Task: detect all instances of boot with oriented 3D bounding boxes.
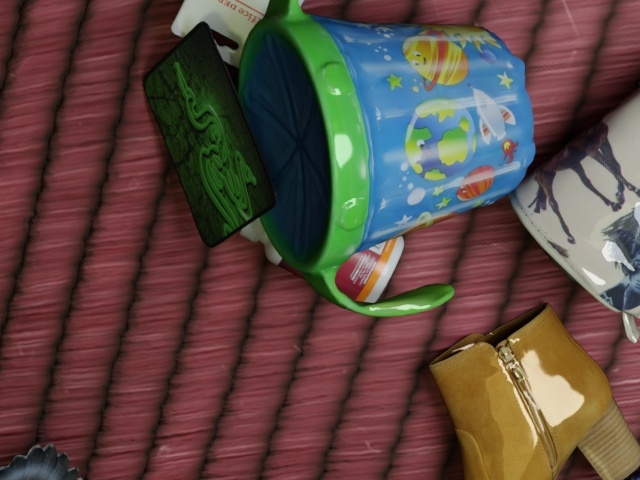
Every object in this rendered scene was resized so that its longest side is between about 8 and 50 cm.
[{"bbox_3d":[0.168,0.217,1.441,0.295,0.104,0.211,-37,94,-1],"label":"boot"}]

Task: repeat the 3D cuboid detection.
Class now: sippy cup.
[{"bbox_3d":[0.066,-0.104,1.285,0.224,0.240,0.305,-12,135,-21],"label":"sippy cup"}]

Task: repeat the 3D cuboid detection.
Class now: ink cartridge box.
[{"bbox_3d":[-0.058,-0.260,1.339,0.104,0.060,0.180,29,106,-5],"label":"ink cartridge box"}]

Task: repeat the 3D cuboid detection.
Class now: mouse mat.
[{"bbox_3d":[-0.109,-0.098,1.339,0.152,0.007,0.189,-31,80,54],"label":"mouse mat"}]

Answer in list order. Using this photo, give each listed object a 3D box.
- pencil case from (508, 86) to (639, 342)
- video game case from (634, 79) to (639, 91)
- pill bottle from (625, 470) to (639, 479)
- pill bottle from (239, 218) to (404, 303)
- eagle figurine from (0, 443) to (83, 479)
[{"bbox_3d":[0.383,-0.097,1.279,0.410,0.160,0.183,-39,92,14],"label":"pencil case"},{"bbox_3d":[0.438,-0.051,1.386,0.274,0.026,0.196,6,107,3],"label":"video game case"},{"bbox_3d":[0.323,0.335,1.442,0.265,0.153,0.153,-35,101,13],"label":"pill bottle"},{"bbox_3d":[0.000,0.000,1.400,0.152,0.086,0.086,28,106,-4],"label":"pill bottle"},{"bbox_3d":[-0.394,0.355,1.506,0.226,0.225,0.298,16,74,-41],"label":"eagle figurine"}]
